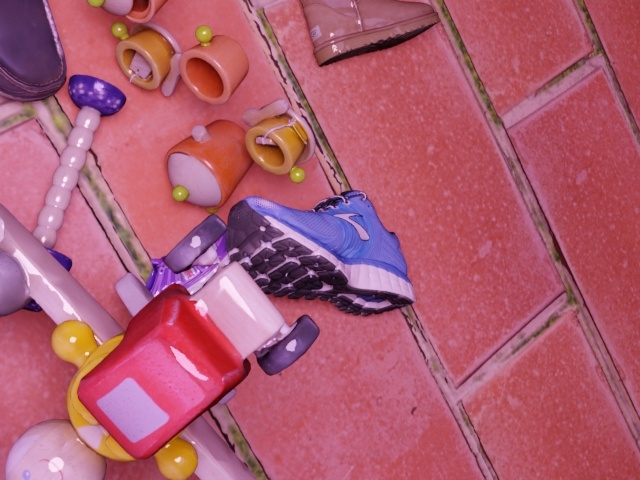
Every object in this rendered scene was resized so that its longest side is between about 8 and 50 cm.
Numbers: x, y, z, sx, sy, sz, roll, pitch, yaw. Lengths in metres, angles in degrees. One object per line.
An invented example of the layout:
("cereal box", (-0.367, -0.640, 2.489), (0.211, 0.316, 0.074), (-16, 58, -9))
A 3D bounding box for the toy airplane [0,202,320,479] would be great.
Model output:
("toy airplane", (-0.184, 0.143, 0.753), (0.272, 0.386, 0.384), (-44, 141, -21))

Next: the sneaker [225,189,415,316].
("sneaker", (0.000, 0.000, 1.043), (0.330, 0.129, 0.147), (23, 54, -47))

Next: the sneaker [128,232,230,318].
("sneaker", (-0.171, 0.037, 0.973), (0.170, 0.068, 0.071), (-44, 101, -27))

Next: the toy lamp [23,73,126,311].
("toy lamp", (-0.298, -0.055, 0.897), (0.080, 0.080, 0.275), (22, 74, -28))

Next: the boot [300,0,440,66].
("boot", (0.045, -0.413, 1.145), (0.236, 0.089, 0.270), (-23, 95, -32))

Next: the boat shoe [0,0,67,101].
("boat shoe", (-0.379, -0.318, 0.832), (0.132, 0.130, 0.355), (-40, 110, -38))

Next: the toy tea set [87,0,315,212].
("toy tea set", (-0.169, -0.170, 0.921), (0.336, 0.200, 0.124), (51, 54, -17))
